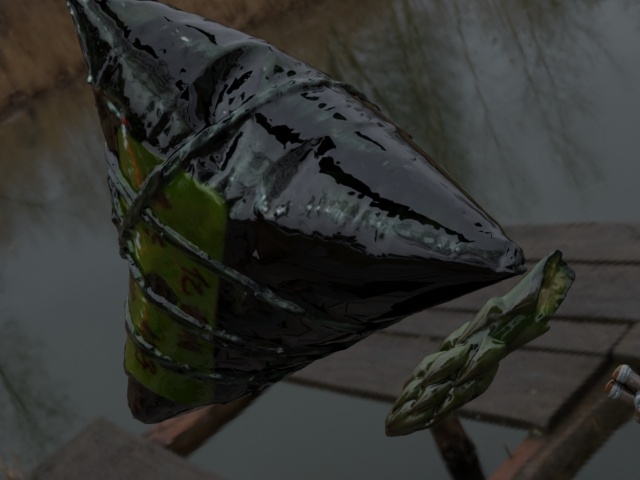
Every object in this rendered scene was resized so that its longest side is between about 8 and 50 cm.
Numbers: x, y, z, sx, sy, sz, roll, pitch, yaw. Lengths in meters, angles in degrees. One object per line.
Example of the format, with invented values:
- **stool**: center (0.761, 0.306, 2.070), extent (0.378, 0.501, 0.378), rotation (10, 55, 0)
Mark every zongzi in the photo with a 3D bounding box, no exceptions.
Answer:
- **zongzi**: center (0.000, 0.000, 0.754), extent (0.362, 0.383, 0.319), rotation (32, 65, 31)

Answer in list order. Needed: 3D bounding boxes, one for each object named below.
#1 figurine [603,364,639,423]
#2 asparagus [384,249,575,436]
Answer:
- **figurine**: center (0.491, 0.254, 1.466), extent (0.197, 0.147, 0.093), rotation (30, 31, 20)
- **asparagus**: center (0.170, 0.127, 1.150), extent (0.287, 0.080, 0.080), rotation (-44, 12, 17)
